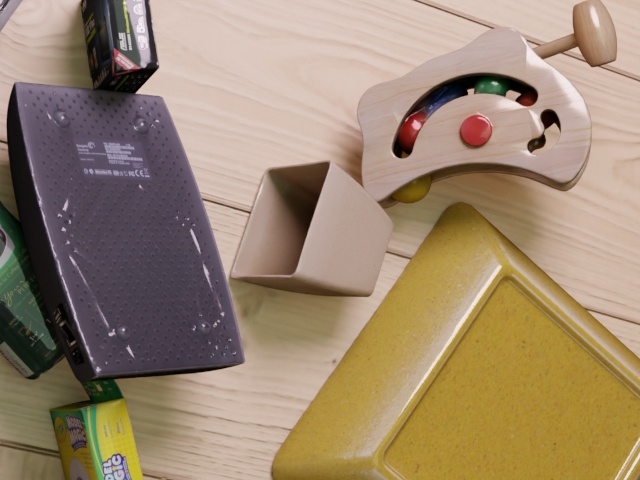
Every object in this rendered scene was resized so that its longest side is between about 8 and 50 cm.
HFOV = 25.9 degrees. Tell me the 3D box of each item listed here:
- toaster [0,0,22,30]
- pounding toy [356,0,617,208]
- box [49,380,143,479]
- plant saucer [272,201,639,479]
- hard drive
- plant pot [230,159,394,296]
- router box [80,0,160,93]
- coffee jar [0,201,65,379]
[{"bbox_3d":[-0.344,-0.199,1.104,0.168,0.110,0.186,40,71,-27],"label":"toaster"},{"bbox_3d":[0.169,-0.102,1.304,0.269,0.155,0.154,-25,82,8],"label":"pounding toy"},{"bbox_3d":[-0.178,0.197,1.145,0.043,0.105,0.179,-11,87,-26],"label":"box"},{"bbox_3d":[0.176,0.183,1.308,0.332,0.081,0.333,41,71,-14],"label":"plant saucer"},{"bbox_3d":[-0.166,-0.005,1.145,0.172,0.054,0.255,0,65,-46],"label":"hard drive"},{"bbox_3d":[0.000,0.000,1.248,0.096,0.109,0.109,26,74,-31],"label":"plant pot"},{"bbox_3d":[-0.171,-0.177,1.181,0.038,0.122,0.092,-7,86,-19],"label":"router box"},{"bbox_3d":[-0.269,0.020,1.142,0.184,0.079,0.096,47,74,-12],"label":"coffee jar"}]
